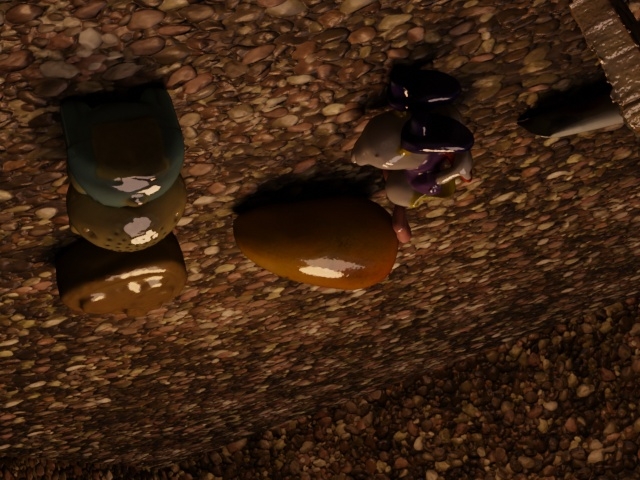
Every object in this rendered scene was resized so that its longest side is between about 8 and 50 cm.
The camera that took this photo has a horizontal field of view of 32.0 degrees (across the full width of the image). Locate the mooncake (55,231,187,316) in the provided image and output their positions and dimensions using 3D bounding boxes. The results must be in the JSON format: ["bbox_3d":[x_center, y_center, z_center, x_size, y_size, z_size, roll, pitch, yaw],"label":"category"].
[{"bbox_3d":[-0.344,0.060,2.006,0.234,0.117,0.235,-12,160,-4],"label":"mooncake"}]

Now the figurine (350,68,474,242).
[{"bbox_3d":[0.152,-0.132,1.834,0.193,0.154,0.421,-14,159,6],"label":"figurine"}]

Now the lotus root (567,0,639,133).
[{"bbox_3d":[0.444,-0.282,1.635,0.074,0.261,0.170,-26,-169,27],"label":"lotus root"}]

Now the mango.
[{"bbox_3d":[0.000,0.000,2.034,0.317,0.173,0.211,4,-171,-22],"label":"mango"}]

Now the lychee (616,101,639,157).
[{"bbox_3d":[0.611,-0.232,1.794,0.274,0.255,0.255,-44,151,24],"label":"lychee"}]

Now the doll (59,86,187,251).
[{"bbox_3d":[-0.276,-0.086,1.593,0.177,0.161,0.261,-13,158,-16],"label":"doll"}]

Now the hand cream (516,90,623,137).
[{"bbox_3d":[0.521,-0.238,1.958,0.340,0.078,0.124,-14,-160,-6],"label":"hand cream"}]
